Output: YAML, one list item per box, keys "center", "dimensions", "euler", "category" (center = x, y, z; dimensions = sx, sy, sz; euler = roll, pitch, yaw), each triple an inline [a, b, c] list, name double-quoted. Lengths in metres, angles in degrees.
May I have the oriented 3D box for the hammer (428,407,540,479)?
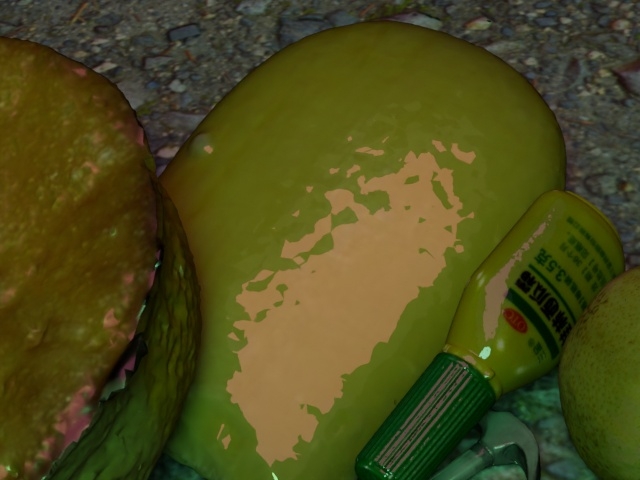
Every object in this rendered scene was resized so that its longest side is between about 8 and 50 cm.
- center: [0.049, 0.194, 1.083]
  dimensions: [0.246, 0.029, 0.103]
  euler: [-32, 45, -24]
  category: "hammer"

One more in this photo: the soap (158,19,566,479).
- center: [0.000, 0.002, 1.232]
  dimensions: [0.306, 0.115, 0.427]
  euler: [27, 67, 30]
  category: "soap"

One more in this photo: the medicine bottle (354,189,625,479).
- center: [0.118, 0.077, 1.116]
  dimensions: [0.260, 0.095, 0.064]
  euler: [-47, 23, -22]
  category: "medicine bottle"

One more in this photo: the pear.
- center: [0.242, 0.094, 1.072]
  dimensions: [0.178, 0.178, 0.178]
  euler: [-4, 40, 4]
  category: "pear"

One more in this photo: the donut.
- center: [-0.273, 0.088, 1.095]
  dimensions: [0.435, 0.163, 0.378]
  euler: [-31, 52, -1]
  category: "donut"
